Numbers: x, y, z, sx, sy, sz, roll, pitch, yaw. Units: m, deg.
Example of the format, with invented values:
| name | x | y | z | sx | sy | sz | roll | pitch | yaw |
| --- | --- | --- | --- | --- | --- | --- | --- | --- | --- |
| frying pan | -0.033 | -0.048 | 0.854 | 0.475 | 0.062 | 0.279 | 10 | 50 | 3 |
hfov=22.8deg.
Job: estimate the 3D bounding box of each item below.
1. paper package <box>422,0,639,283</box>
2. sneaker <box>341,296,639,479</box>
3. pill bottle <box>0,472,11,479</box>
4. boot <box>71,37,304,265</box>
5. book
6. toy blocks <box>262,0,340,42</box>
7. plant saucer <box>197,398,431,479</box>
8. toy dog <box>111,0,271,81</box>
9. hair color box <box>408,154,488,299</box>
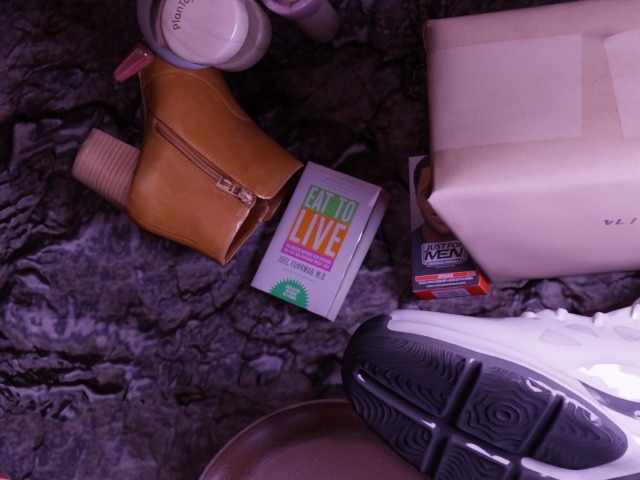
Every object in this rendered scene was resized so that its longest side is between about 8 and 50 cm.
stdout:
| name | x | y | z | sx | sy | sz | roll | pitch | yaw |
| --- | --- | --- | --- | --- | --- | --- | --- | --- | --- |
| paper package | 0.276 | -0.085 | 1.411 | 0.325 | 0.309 | 0.168 | -6 | 71 | 16 |
| sneaker | 0.247 | 0.113 | 1.402 | 0.447 | 0.169 | 0.257 | 19 | 43 | -2 |
| pill bottle | -0.399 | 0.287 | 1.614 | 0.283 | 0.161 | 0.161 | 27 | 85 | 23 |
| boot | -0.106 | -0.130 | 1.679 | 0.211 | 0.104 | 0.295 | 26 | 75 | 9 |
| book | 0.000 | 0.000 | 1.633 | 0.096 | 0.035 | 0.144 | 22 | 84 | 26 |
| toy blocks | 0.023 | -0.410 | 1.611 | 0.288 | 0.260 | 0.309 | -22 | 70 | 12 |
| plant saucer | 0.011 | 0.311 | 1.533 | 0.310 | 0.050 | 0.310 | -5 | 73 | 17 |
| toy dog | -0.174 | -0.292 | 1.590 | 0.161 | 0.220 | 0.333 | -23 | 64 | 10 |
| hair color box | 0.128 | -0.015 | 1.586 | 0.072 | 0.043 | 0.141 | -7 | 73 | 17 |
